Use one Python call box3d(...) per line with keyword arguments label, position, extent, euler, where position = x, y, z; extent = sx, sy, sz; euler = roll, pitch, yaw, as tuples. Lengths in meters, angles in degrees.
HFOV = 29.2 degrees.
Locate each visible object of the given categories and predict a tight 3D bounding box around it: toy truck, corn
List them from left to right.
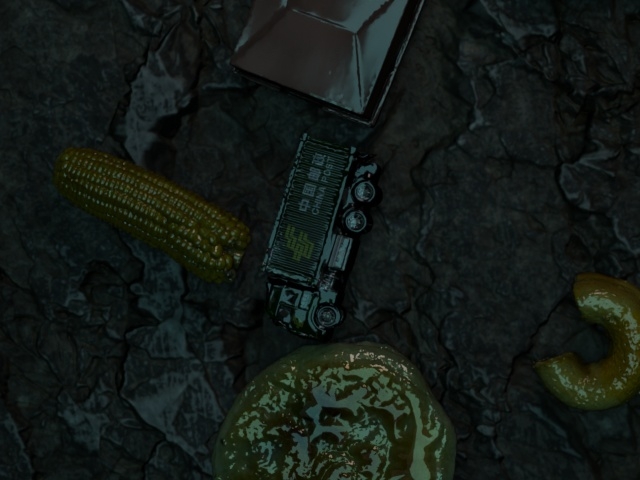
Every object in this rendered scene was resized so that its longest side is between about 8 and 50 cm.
box3d(label="corn", position=(-0.235, -0.045, 1.676), extent=(0.313, 0.102, 0.102), euler=(29, 94, 11))
box3d(label="toy truck", position=(0.000, 0.000, 1.633), extent=(0.121, 0.088, 0.259), euler=(17, 91, 10))

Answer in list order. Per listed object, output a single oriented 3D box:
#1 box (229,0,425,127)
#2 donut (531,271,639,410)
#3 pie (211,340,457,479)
box3d(label="box", position=(0.011, -0.288, 1.637), extent=(0.215, 0.086, 0.215), euler=(23, 93, 11))
box3d(label="donut", position=(0.358, 0.137, 1.561), extent=(0.146, 0.078, 0.181), euler=(28, 96, 14))
box3d(label="pie", position=(0.018, 0.282, 1.626), extent=(0.337, 0.075, 0.337), euler=(0, 88, 12))
